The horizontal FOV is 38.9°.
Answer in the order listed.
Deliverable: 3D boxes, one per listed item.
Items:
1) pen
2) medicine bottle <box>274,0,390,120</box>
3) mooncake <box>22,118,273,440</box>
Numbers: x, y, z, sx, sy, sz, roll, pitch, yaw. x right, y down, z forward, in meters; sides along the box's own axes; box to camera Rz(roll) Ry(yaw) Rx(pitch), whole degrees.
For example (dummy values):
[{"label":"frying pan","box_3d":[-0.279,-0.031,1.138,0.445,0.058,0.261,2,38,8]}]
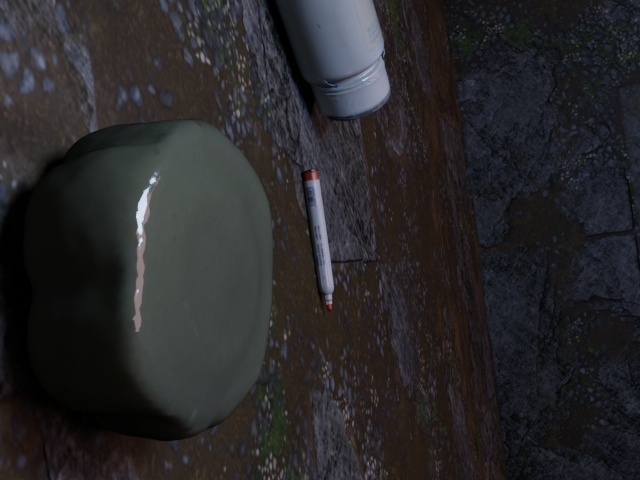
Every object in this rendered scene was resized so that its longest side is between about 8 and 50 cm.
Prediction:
[{"label":"pen","box_3d":[0.000,0.000,1.381,0.026,0.026,0.218,-12,94,-73]},{"label":"medicine bottle","box_3d":[0.020,-0.321,1.392,0.143,0.143,0.258,-77,153,-49]},{"label":"mooncake","box_3d":[-0.137,0.032,0.749,0.275,0.135,0.275,-5,90,-71]}]
